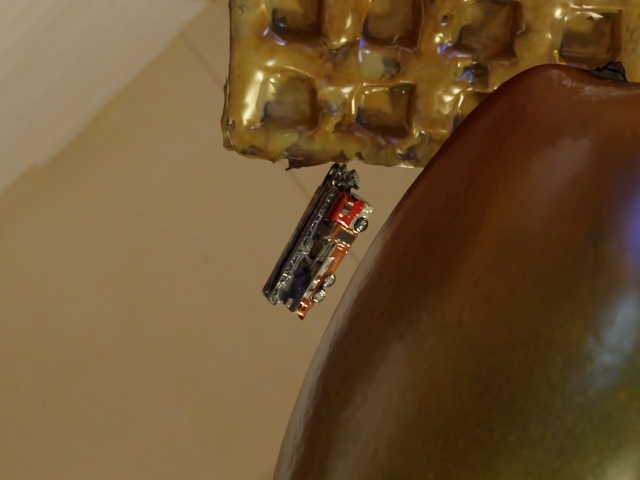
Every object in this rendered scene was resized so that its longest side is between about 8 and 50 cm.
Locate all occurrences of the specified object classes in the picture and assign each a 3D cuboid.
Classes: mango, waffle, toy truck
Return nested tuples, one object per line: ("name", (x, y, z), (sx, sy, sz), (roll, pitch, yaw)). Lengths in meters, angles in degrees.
("mango", (0.060, 0.071, 0.504), (0.289, 0.146, 0.129), (-58, 170, -4))
("waffle", (0.112, -0.132, 0.655), (0.091, 0.308, 0.213), (-71, 166, -65))
("toy truck", (0.000, 0.000, 0.718), (0.032, 0.024, 0.083), (27, 98, -33))
